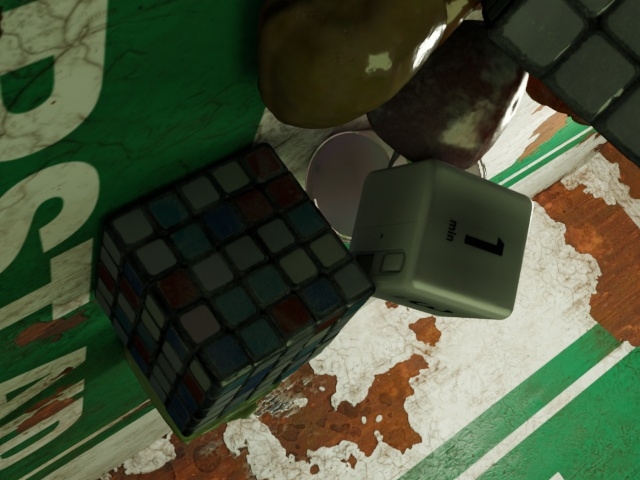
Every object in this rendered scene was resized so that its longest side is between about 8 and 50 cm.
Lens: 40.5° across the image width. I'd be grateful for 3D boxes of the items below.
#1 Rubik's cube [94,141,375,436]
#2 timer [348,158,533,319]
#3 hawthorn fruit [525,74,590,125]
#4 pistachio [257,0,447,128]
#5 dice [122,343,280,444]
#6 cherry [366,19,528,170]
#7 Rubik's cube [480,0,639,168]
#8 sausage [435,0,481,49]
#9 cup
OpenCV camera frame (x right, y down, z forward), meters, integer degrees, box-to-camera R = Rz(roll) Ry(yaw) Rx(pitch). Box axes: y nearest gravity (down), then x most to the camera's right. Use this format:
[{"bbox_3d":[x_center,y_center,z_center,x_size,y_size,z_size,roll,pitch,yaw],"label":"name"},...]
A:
[{"bbox_3d":[-0.142,0.078,1.307,0.292,0.287,0.293,-31,167,-26],"label":"Rubik's cube"},{"bbox_3d":[0.174,0.004,1.306,0.195,0.194,0.192,17,170,-26],"label":"timer"},{"bbox_3d":[0.530,-0.355,1.759,0.235,0.262,0.231,-17,-165,-34],"label":"hawthorn fruit"},{"bbox_3d":[0.031,-0.214,1.002,0.213,0.162,0.260,0,162,-8],"label":"pistachio"},{"bbox_3d":[-0.241,0.257,1.788,0.252,0.254,0.249,-33,164,-11],"label":"dice"},{"bbox_3d":[0.178,-0.209,1.310,0.285,0.213,0.236,-49,179,26],"label":"cherry"},{"bbox_3d":[0.432,-0.303,1.079,0.343,0.344,0.337,-47,-169,22],"label":"Rubik's cube"},{"bbox_3d":[0.176,-0.340,1.061,0.270,0.109,0.109,-45,165,31],"label":"sausage"},{"bbox_3d":[0.128,-0.098,1.548,0.253,0.253,0.274,-44,159,30],"label":"cup"}]
